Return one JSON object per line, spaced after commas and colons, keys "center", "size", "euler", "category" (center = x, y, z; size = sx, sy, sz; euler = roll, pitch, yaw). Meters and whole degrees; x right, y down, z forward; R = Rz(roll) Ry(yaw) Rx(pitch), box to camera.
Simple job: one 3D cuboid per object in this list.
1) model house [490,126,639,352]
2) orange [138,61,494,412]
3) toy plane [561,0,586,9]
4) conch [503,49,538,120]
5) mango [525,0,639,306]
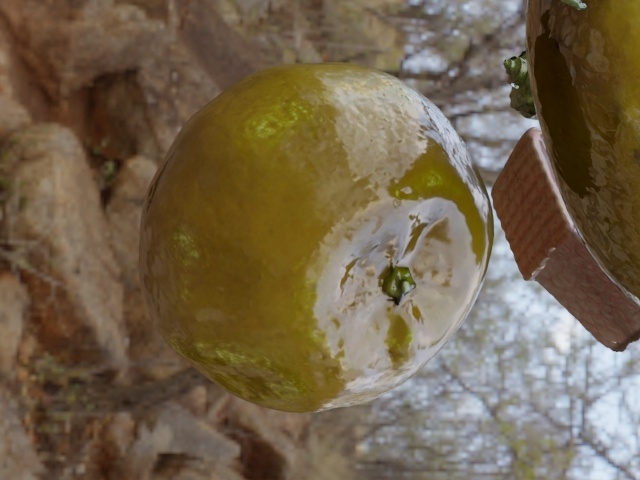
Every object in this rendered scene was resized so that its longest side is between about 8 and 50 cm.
{"center": [0.328, -0.049, 1.373], "size": [0.237, 0.237, 0.202], "euler": [43, -12, 11], "category": "model house"}
{"center": [0.000, 0.000, 0.960], "size": [0.235, 0.279, 0.279], "euler": [38, -52, 42], "category": "orange"}
{"center": [0.130, -0.165, 0.604], "size": [0.102, 0.111, 0.040], "euler": [-59, 174, -5], "category": "toy plane"}
{"center": [0.248, -0.173, 1.416], "size": [0.074, 0.121, 0.089], "euler": [-51, -152, 20], "category": "conch"}
{"center": [0.266, -0.096, 0.897], "size": [0.220, 0.445, 0.302], "euler": [1, -104, 35], "category": "mango"}
